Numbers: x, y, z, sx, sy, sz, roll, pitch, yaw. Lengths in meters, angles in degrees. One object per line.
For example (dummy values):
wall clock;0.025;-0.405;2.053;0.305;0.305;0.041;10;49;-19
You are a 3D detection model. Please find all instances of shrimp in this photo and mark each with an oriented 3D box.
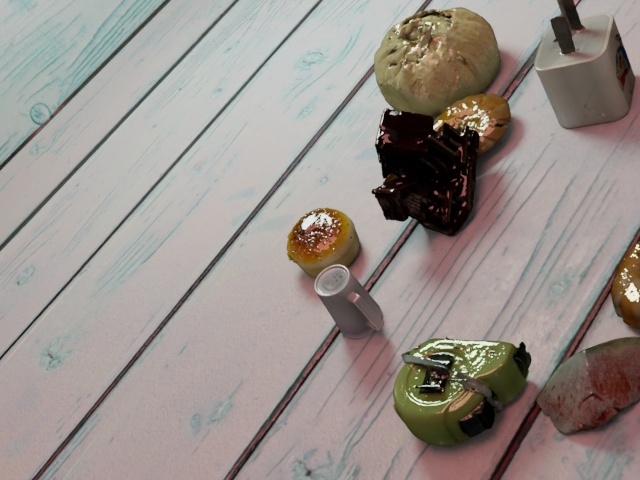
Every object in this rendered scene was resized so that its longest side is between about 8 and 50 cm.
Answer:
shrimp;0.483;0.005;1.203;0.152;0.063;0.287;-3;47;53
shrimp;0.226;-0.169;1.613;0.267;0.061;0.145;-31;45;2

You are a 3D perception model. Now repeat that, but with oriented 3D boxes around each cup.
cup;0.052;0.101;1.397;0.074;0.116;0.104;-46;44;-12

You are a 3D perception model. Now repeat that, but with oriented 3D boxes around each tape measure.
tape measure;0.172;0.198;1.203;0.177;0.087;0.154;-1;48;41

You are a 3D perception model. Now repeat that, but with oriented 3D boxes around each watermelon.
watermelon;0.357;0.170;1.120;0.180;0.081;0.094;-39;60;3

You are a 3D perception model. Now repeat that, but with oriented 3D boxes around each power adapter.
power adapter;0.425;-0.305;1.476;0.125;0.205;0.130;-6;46;35

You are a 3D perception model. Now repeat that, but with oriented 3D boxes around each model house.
model house;0.166;-0.119;1.488;0.141;0.164;0.203;-22;49;38

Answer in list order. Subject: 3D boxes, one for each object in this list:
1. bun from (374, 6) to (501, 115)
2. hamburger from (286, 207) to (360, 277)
bun;0.220;-0.369;1.769;0.259;0.152;0.259;-24;37;19
hamburger;0.000;0.000;1.578;0.126;0.081;0.141;-42;37;-9
